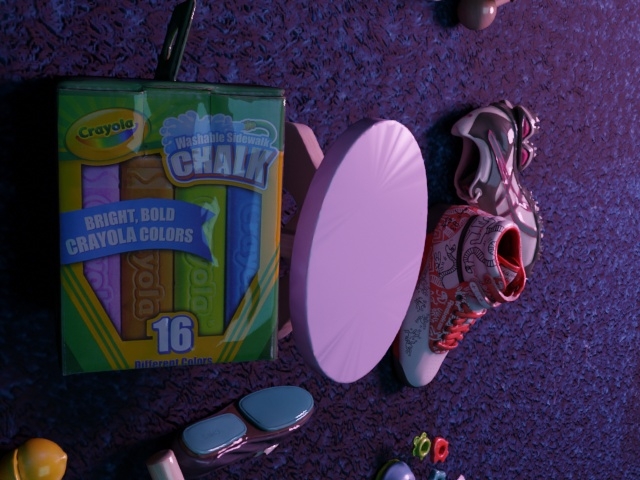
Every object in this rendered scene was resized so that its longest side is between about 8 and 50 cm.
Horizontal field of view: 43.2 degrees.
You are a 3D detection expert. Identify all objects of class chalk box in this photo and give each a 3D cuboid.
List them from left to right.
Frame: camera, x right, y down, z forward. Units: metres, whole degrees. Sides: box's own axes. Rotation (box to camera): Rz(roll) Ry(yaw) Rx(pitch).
[{"bbox_3d":[-0.137,-0.055,0.689,0.179,0.180,0.289,-2,101,-18],"label":"chalk box"}]

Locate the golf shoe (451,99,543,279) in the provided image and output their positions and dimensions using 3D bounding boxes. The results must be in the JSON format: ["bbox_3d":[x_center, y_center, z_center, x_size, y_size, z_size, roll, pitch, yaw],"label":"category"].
[{"bbox_3d":[0.248,-0.063,1.173,0.120,0.105,0.273,-16,108,-22],"label":"golf shoe"}]

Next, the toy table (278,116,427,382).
[{"bbox_3d":[0.000,0.000,0.886,0.252,0.160,0.275,17,89,-46],"label":"toy table"}]

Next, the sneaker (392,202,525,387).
[{"bbox_3d":[0.191,0.088,1.105,0.090,0.145,0.270,9,95,-45],"label":"sneaker"}]

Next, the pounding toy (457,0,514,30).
[{"bbox_3d":[0.266,-0.396,1.043,0.110,0.237,0.183,48,54,-2],"label":"pounding toy"}]

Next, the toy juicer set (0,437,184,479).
[{"bbox_3d":[-0.247,0.289,0.781,0.328,0.089,0.210,-2,89,-36],"label":"toy juicer set"}]

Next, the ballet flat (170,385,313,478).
[{"bbox_3d":[-0.092,0.222,0.927,0.203,0.074,0.074,-12,109,-48],"label":"ballet flat"}]

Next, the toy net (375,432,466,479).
[{"bbox_3d":[0.172,0.366,1.233,0.232,0.045,0.122,36,74,-45],"label":"toy net"}]
